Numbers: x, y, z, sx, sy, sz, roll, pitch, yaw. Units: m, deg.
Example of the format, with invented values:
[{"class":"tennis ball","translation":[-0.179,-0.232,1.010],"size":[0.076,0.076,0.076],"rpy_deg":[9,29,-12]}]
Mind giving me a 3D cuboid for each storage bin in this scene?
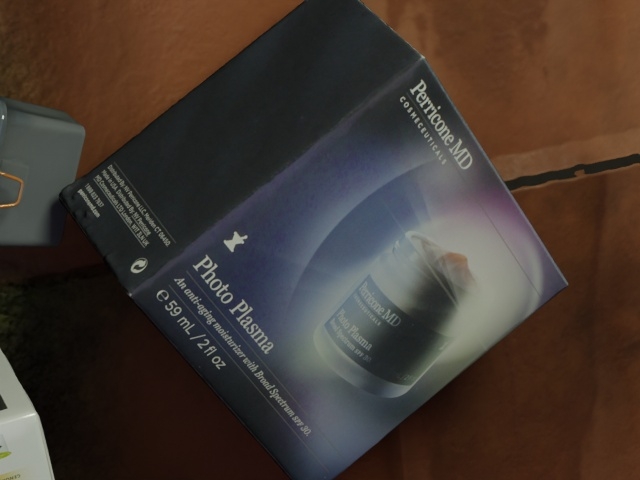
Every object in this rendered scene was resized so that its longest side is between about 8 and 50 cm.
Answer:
[{"class":"storage bin","translation":[-0.249,-0.054,1.528],"size":[0.091,0.098,0.135],"rpy_deg":[5,107,-31]}]

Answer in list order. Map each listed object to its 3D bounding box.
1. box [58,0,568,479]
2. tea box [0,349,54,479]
[{"class":"box","translation":[0.000,0.000,1.545],"size":[0.294,0.183,0.296],"rpy_deg":[-40,129,-3]},{"class":"tea box","translation":[-0.376,0.279,1.516],"size":[0.329,0.220,0.324],"rpy_deg":[-15,113,-17]}]
